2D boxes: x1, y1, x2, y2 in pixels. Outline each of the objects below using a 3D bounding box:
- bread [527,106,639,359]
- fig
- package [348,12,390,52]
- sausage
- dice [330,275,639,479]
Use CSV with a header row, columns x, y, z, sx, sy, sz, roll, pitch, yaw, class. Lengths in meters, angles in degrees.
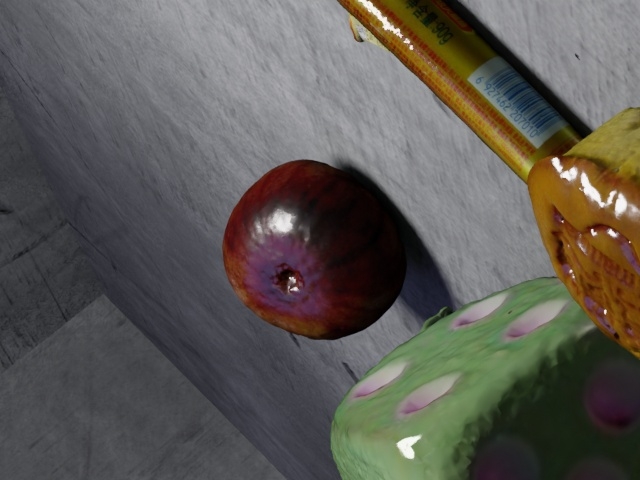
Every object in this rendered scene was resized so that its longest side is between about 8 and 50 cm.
x,y,z,sx,sy,sz,roll,pitch,yaw,class
0.295,0.015,1.595,0.270,0.148,0.270,46,164,17,bread
-0.004,0.008,2.388,0.235,0.214,0.235,26,127,41,fig
0.065,-0.227,1.929,0.120,0.031,0.108,29,155,41,package
0.153,-0.143,1.789,0.371,0.082,0.082,46,164,15,sausage
0.225,0.240,2.000,0.318,0.330,0.322,59,164,-12,dice
